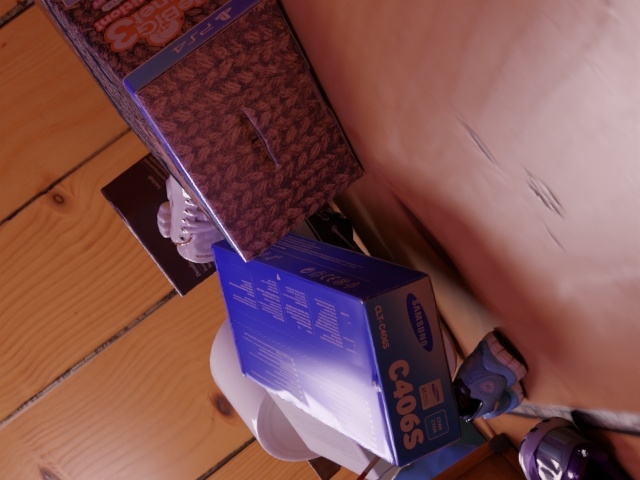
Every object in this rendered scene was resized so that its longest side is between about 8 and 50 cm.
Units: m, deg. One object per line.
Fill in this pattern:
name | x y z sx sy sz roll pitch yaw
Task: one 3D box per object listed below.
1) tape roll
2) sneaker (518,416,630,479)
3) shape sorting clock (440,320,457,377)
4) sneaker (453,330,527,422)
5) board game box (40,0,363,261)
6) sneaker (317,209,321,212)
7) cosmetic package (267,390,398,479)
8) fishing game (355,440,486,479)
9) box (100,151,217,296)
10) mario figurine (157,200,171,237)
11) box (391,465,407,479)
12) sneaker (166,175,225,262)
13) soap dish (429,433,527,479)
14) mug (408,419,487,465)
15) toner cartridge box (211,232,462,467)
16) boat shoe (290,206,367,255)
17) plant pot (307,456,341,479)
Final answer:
tape roll | -0.032 0.205 1.875 0.169 0.246 0.246 45 170 46
sneaker | 0.254 0.259 1.020 0.224 0.083 0.098 55 167 -14
shape sorting clock | 0.059 0.103 1.329 0.206 0.040 0.206 25 146 18
sneaker | 0.148 0.139 1.118 0.063 0.073 0.162 49 171 23
board game box | -0.125 -0.163 1.114 0.291 0.141 0.232 46 170 43
sneaker | -0.021 0.036 1.480 0.321 0.124 0.180 53 174 -3
cosmetic package | 0.048 0.225 1.691 0.151 0.151 0.184 19 151 37
fishing game | 0.175 0.345 1.539 0.264 0.189 0.041 34 -168 -7
box | -0.202 -0.057 1.848 0.167 0.203 0.168 56 172 -29
mario figurine | -0.111 0.014 1.689 0.320 0.198 0.170 54 -164 -52
box | 0.185 0.379 1.887 0.094 0.113 0.275 53 174 -9
sneaker | -0.122 -0.044 1.363 0.290 0.105 0.123 128 136 -75
soap dish | 0.209 0.378 1.355 0.291 0.229 0.118 48 155 32
mug | 0.170 0.294 1.622 0.158 0.097 0.129 45 170 42
toner cartridge box | 0.004 0.092 1.185 0.348 0.075 0.165 17 124 61
boat shoe | 0.000 0.000 1.357 0.219 0.070 0.077 51 157 -24
plant pot | 0.024 0.341 2.201 0.167 0.165 0.167 52 173 9
